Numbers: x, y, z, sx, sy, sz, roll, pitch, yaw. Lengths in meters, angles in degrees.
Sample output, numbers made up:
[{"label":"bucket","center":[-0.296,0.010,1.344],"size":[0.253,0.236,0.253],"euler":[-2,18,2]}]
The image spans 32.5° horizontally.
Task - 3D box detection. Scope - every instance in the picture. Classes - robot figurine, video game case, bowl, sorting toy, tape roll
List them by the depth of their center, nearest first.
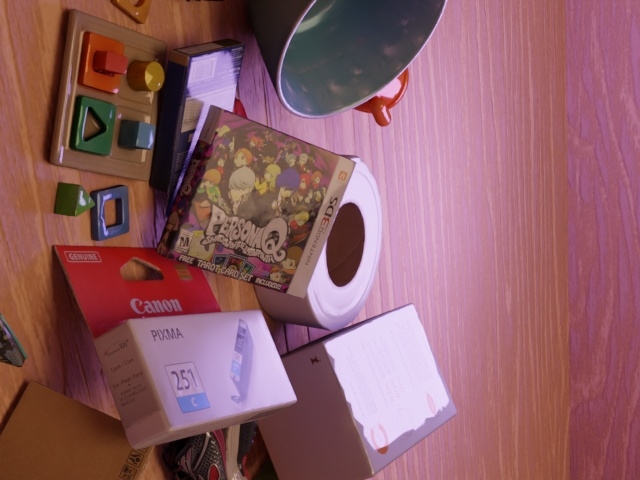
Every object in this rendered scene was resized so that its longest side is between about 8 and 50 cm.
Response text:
[{"label":"sorting toy","center":[-0.242,-0.170,1.324],"size":[0.196,0.047,0.347],"euler":[8,89,-63]},{"label":"video game case","center":[-0.083,-0.047,1.484],"size":[0.232,0.042,0.210],"euler":[19,94,-35]},{"label":"bowl","center":[0.020,-0.346,1.585],"size":[0.312,0.163,0.311],"euler":[-31,153,-18]},{"label":"tape roll","center":[0.000,0.000,1.783],"size":[0.286,0.100,0.286],"euler":[-24,117,-58]},{"label":"robot figurine","center":[0.069,-0.277,1.817],"size":[0.128,0.158,0.219],"euler":[-62,155,10]}]

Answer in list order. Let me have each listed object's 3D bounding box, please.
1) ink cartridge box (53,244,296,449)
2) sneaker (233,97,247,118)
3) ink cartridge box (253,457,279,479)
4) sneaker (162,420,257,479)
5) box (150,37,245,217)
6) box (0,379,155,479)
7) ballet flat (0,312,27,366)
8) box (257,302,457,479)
[{"label":"ink cartridge box","center":[-0.171,0.110,1.367],"size":[0.296,0.066,0.261],"euler":[2,61,-63]},{"label":"sneaker","center":[-0.075,-0.105,1.575],"size":[0.087,0.128,0.221],"euler":[-56,144,-43]},{"label":"ink cartridge box","center":[-0.043,0.400,1.837],"size":[0.209,0.062,0.109],"euler":[-50,138,-48]},{"label":"sneaker","center":[-0.167,0.322,1.548],"size":[0.112,0.121,0.299],"euler":[-5,103,-33]},{"label":"box","center":[-0.165,-0.150,1.457],"size":[0.136,0.037,0.225],"euler":[-29,136,-58]},{"label":"box","center":[-0.297,0.277,1.227],"size":[0.201,0.164,0.021],"euler":[-67,-175,-28]},{"label":"ballet flat","center":[-0.368,0.072,1.140],"size":[0.070,0.070,0.188],"euler":[-55,141,-42]},{"label":"box","center":[0.055,0.254,1.797],"size":[0.345,0.168,0.215],"euler":[-14,82,-61]}]
